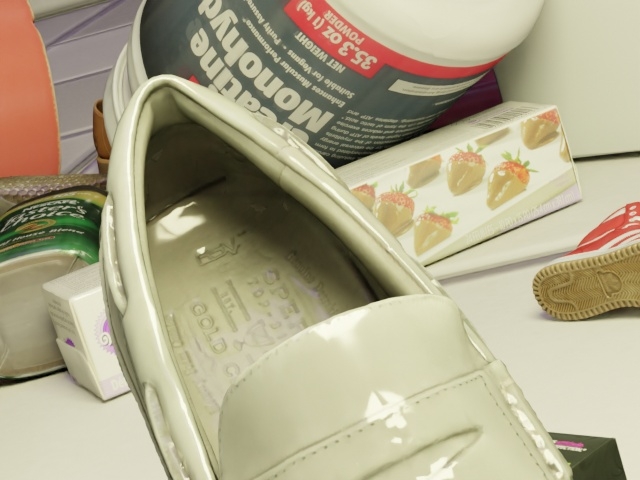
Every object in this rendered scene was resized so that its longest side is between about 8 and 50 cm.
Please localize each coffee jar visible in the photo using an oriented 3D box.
[{"bbox_3d":[-0.169,0.021,1.221,0.096,0.079,0.184,-17,14,2],"label":"coffee jar"}]

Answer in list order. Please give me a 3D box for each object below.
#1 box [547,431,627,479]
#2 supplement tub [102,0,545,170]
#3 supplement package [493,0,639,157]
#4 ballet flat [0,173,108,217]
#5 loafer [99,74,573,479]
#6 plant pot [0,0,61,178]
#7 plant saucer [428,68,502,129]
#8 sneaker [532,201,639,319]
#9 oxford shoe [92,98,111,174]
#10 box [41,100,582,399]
[{"bbox_3d":[0.062,0.108,0.645,0.083,0.062,0.052,-30,19,-36],"label":"box"},{"bbox_3d":[-0.004,-0.133,1.220,0.191,0.191,0.272,-31,-8,-44],"label":"supplement tub"},{"bbox_3d":[0.257,-0.186,1.307,0.175,0.177,0.293,-3,20,43],"label":"supplement package"},{"bbox_3d":[-0.173,-0.018,1.359,0.250,0.084,0.058,-6,31,22],"label":"ballet flat"},{"bbox_3d":[0.010,0.070,0.548,0.112,0.111,0.319,-27,46,-13],"label":"loafer"},{"bbox_3d":[-0.360,-0.107,1.633,0.243,0.275,0.275,-11,11,-19],"label":"plant pot"},{"bbox_3d":[0.136,-0.165,1.568,0.332,0.084,0.332,-16,13,4],"label":"plant saucer"},{"bbox_3d":[0.167,0.008,0.951,0.118,0.042,0.067,-6,21,44],"label":"sneaker"},{"bbox_3d":[-0.124,-0.096,1.630,0.212,0.076,0.076,0,20,43],"label":"oxford shoe"},{"bbox_3d":[0.000,0.000,1.135,0.324,0.063,0.067,-22,13,-20],"label":"box"}]
